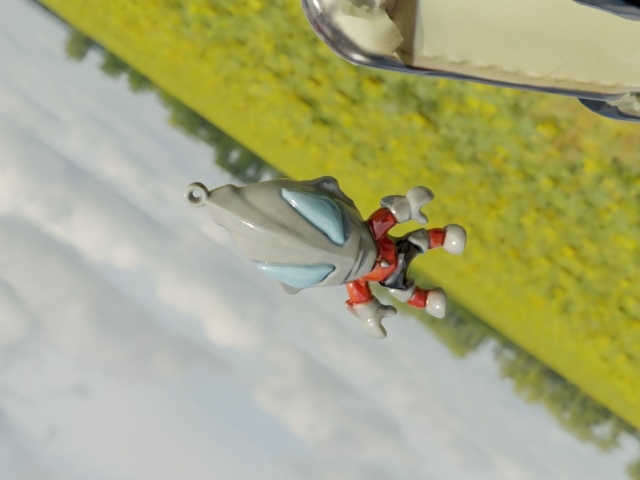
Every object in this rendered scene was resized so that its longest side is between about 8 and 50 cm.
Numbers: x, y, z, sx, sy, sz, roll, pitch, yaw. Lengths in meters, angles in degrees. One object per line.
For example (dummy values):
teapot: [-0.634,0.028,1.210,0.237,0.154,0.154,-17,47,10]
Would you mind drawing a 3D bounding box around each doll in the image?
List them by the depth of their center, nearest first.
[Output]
doll: [0.000,0.001,0.714,0.114,0.057,0.039,16,-141,-13]

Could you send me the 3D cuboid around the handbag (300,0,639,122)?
handbag: [0.120,-0.208,0.406,0.236,0.359,0.160,4,171,-35]
